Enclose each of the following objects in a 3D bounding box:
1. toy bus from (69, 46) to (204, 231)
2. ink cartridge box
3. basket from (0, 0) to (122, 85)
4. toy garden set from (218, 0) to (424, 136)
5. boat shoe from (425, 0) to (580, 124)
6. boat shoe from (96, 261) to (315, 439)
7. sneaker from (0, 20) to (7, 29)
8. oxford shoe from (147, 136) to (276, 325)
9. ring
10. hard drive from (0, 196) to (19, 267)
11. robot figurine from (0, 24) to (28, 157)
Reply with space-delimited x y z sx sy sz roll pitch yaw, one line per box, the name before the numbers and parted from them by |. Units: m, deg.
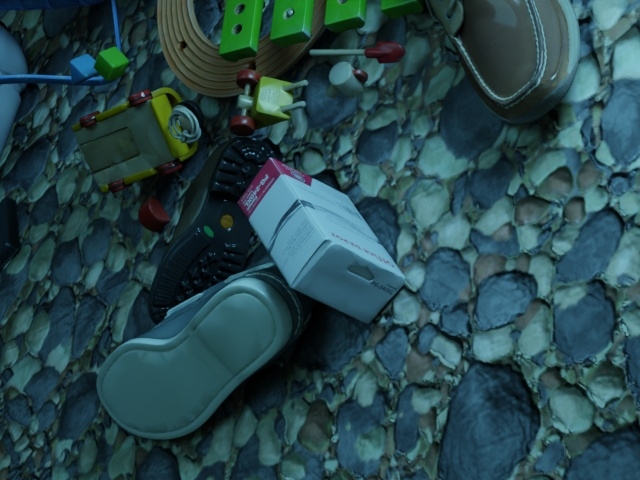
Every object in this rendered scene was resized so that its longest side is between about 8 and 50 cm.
toy bus | -0.196 -0.129 1.689 0.202 0.104 0.191 35 132 23
ink cartridge box | 0.000 0.000 1.370 0.063 0.109 0.150 -51 39 15
basket | -0.392 -0.345 1.924 0.201 0.255 0.289 103 167 -73
toy garden set | 0.006 -0.215 1.506 0.244 0.049 0.203 -10 61 31
boat shoe | 0.141 -0.238 1.330 0.123 0.116 0.324 -43 42 27
boat shoe | -0.116 0.113 1.487 0.319 0.116 0.099 -36 2 42
sneaker | -0.550 -0.305 2.204 0.084 0.152 0.058 -5 107 44
oxford shoe | -0.122 -0.008 1.563 0.227 0.083 0.096 -61 22 -1
ring | -0.070 -0.325 1.679 0.336 0.032 0.336 -17 65 41
hard drive | -0.468 0.014 2.002 0.135 0.022 0.094 -41 43 28
robot figurine | -0.543 -0.185 2.058 0.300 0.200 0.353 2 71 51
